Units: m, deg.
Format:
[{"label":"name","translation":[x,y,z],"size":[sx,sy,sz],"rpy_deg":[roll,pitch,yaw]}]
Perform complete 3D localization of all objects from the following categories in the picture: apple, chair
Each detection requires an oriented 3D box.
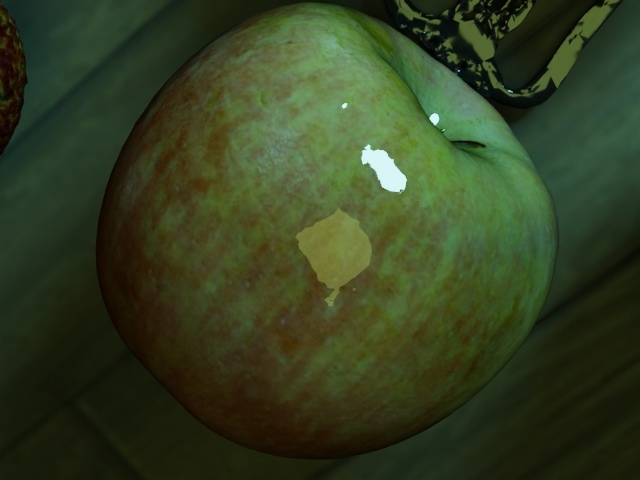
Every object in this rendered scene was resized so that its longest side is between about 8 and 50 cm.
[{"label":"apple","translation":[0.000,0.000,0.497],"size":[0.188,0.188,0.174],"rpy_deg":[37,113,-5]},{"label":"chair","translation":[0.125,-0.155,0.474],"size":[0.106,0.113,0.229],"rpy_deg":[38,105,-4]}]

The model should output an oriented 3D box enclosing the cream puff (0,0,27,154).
[{"label":"cream puff","translation":[-0.211,-0.082,0.551],"size":[0.149,0.084,0.149],"rpy_deg":[2,104,6]}]
